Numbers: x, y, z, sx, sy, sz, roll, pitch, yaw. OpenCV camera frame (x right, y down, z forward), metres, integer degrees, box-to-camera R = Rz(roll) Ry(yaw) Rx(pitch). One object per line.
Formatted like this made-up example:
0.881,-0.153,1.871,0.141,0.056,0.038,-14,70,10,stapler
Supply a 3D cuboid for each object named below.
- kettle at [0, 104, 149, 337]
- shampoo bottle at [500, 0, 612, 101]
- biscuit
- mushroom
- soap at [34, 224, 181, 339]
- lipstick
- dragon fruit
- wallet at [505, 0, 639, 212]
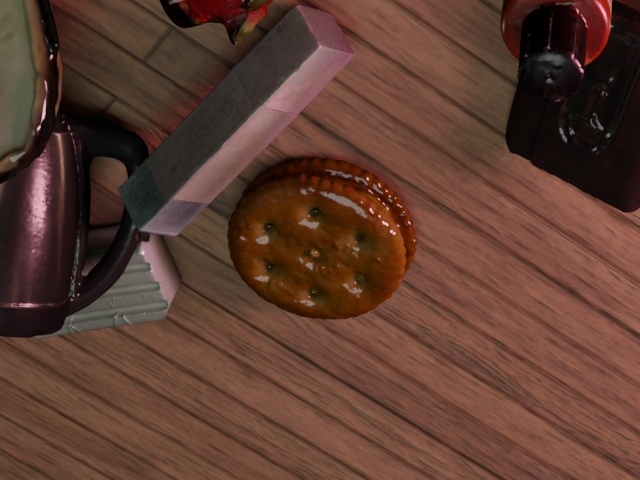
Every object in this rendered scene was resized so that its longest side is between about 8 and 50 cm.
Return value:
-0.344,-0.042,2.064,0.250,0.207,0.271,16,101,14,kettle
0.227,-0.234,1.744,0.104,0.278,0.104,6,130,7,shampoo bottle
0.000,0.000,2.130,0.220,0.066,0.220,8,131,9,biscuit
-0.395,-0.213,1.929,0.247,0.130,0.344,-24,92,4,mushroom
-0.280,0.048,2.223,0.198,0.066,0.119,-9,129,18,soap
-0.096,-0.127,1.999,0.317,0.066,0.068,-44,150,28,lipstick
-0.076,-0.292,1.844,0.172,0.160,0.167,-19,103,24,dragon fruit
0.288,-0.150,1.924,0.182,0.049,0.229,28,135,19,wallet
